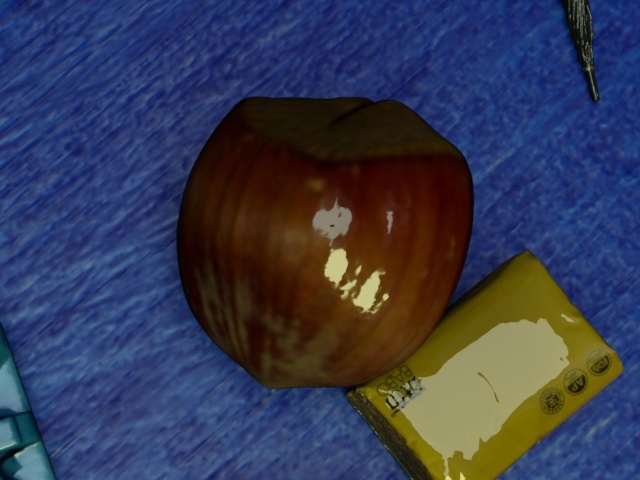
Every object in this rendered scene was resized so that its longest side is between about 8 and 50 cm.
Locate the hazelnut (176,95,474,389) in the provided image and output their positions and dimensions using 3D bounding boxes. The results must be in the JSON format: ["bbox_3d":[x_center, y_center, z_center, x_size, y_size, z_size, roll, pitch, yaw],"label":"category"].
[{"bbox_3d":[0.001,0.000,1.116,0.212,0.180,0.181,17,36,22],"label":"hazelnut"}]

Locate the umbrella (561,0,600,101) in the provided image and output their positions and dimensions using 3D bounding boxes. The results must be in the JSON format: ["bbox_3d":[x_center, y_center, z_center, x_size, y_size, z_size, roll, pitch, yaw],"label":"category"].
[{"bbox_3d":[0.189,-0.241,1.246,0.044,0.044,0.268,-11,91,-33],"label":"umbrella"}]

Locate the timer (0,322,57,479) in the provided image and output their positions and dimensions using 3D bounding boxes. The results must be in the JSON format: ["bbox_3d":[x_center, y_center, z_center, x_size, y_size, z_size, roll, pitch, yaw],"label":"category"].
[{"bbox_3d":[-0.344,0.181,1.075,0.309,0.115,0.340,-19,83,-12],"label":"timer"}]

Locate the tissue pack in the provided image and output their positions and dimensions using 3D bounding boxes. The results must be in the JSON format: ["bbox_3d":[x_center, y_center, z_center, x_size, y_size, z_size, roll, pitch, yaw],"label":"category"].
[{"bbox_3d":[0.121,0.104,1.149,0.169,0.082,0.120,-37,85,-10],"label":"tissue pack"}]
